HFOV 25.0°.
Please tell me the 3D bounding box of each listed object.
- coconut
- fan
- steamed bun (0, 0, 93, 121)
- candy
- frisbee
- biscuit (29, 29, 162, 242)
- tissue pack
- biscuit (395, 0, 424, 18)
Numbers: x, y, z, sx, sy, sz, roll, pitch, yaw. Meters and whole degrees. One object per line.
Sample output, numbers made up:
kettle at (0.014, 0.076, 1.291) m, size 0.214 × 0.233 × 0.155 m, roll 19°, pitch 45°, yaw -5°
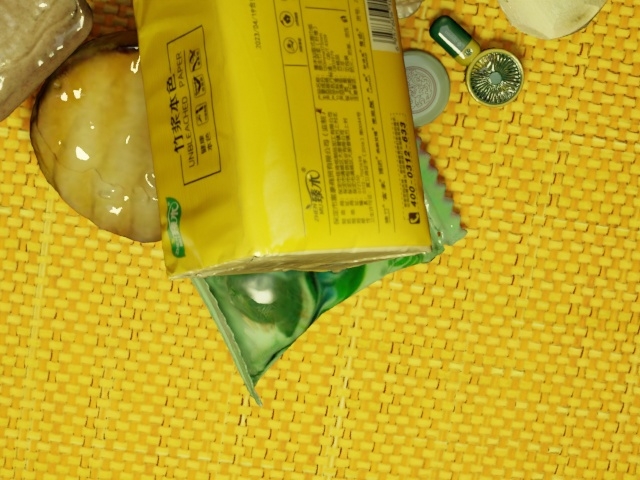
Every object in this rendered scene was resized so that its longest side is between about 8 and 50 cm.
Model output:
coconut at (0.306, -0.345, 1.910) m, size 0.161 × 0.161 × 0.162 m, roll -29°, pitch 124°, yaw 3°
fan at (0.212, -0.251, 1.984) m, size 0.155 × 0.039 × 0.082 m, roll 42°, pitch 98°, yaw -12°
steamed bun at (-0.455, -0.305, 1.837) m, size 0.301 × 0.199 × 0.251 m, roll 40°, pitch 83°, yaw -7°
candy at (0.003, 0.001, 1.957) m, size 0.398 × 0.172 × 0.263 m, roll -35°, pitch 121°, yaw -11°
frisbee at (0.126, -0.209, 2.000) m, size 0.110 × 0.014 × 0.110 m, roll -1°, pitch 104°, yaw -5°
biscuit at (-0.236, -0.142, 1.921) m, size 0.296 × 0.102 × 0.296 m, roll 3°, pitch 120°, yaw 6°
tissue pack at (-0.047, -0.151, 1.746) m, size 0.293 × 0.228 × 0.382 m, roll -2°, pitch 80°, yaw -39°
biscuit at (0.063, -0.326, 1.942) m, size 0.183 × 0.061 × 0.118 m, roll -40°, pitch 102°, yaw 4°
